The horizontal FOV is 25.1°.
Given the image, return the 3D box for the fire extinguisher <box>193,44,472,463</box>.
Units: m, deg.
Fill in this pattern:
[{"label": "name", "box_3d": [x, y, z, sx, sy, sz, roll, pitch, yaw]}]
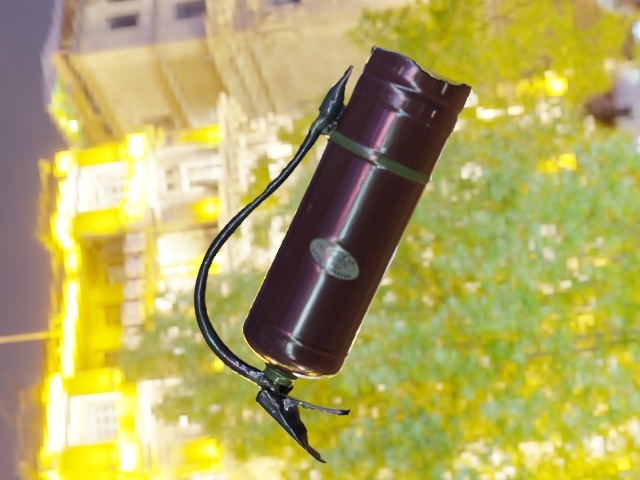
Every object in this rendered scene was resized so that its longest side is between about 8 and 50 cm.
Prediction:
[{"label": "fire extinguisher", "box_3d": [0.000, 0.000, 0.560, 0.157, 0.078, 0.045, -66, -8, 6]}]
